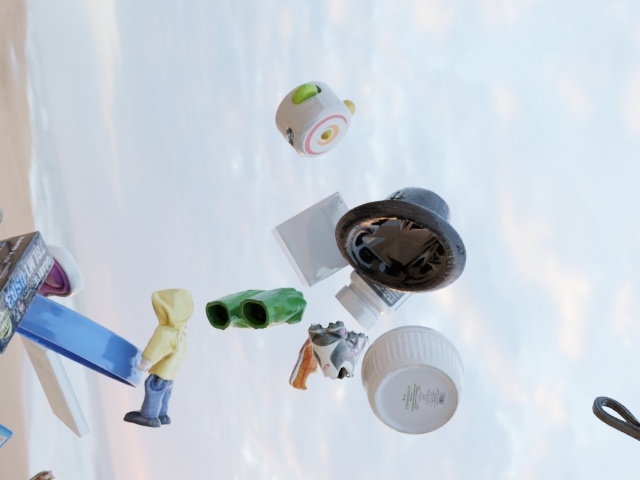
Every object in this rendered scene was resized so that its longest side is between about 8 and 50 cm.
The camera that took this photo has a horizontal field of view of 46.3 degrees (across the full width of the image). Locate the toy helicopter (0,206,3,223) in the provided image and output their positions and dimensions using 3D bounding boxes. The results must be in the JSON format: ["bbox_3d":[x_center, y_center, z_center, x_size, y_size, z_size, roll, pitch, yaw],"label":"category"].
[{"bbox_3d":[-0.882,0.072,1.856,0.235,0.140,0.355,18,-99,47],"label":"toy helicopter"}]

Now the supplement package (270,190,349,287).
[{"bbox_3d":[0.000,0.000,2.089,0.194,0.203,0.149,60,-9,-2],"label":"supplement package"}]

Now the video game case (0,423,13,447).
[{"bbox_3d":[-0.726,0.416,1.518,0.119,0.166,0.015,42,9,-20],"label":"video game case"}]

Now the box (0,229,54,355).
[{"bbox_3d":[-0.593,0.107,1.145,0.295,0.293,0.073,-100,174,-63],"label":"box"}]

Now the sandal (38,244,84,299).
[{"bbox_3d":[-0.715,0.091,1.813,0.416,0.102,0.169,-16,-78,47],"label":"sandal"}]

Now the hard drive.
[{"bbox_3d":[-0.769,0.405,2.159,0.203,0.040,0.307,19,-50,45],"label":"hard drive"}]

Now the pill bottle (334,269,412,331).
[{"bbox_3d":[0.182,0.100,2.018,0.161,0.283,0.161,46,-1,1],"label":"pill bottle"}]

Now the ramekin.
[{"bbox_3d":[0.183,0.281,1.465,0.109,0.207,0.207,-86,174,-68],"label":"ramekin"}]

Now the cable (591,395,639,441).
[{"bbox_3d":[0.694,0.428,1.554,0.287,0.139,0.072,18,-49,34],"label":"cable"}]

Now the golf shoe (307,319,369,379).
[{"bbox_3d":[0.041,0.258,1.676,0.273,0.105,0.120,34,47,-65],"label":"golf shoe"}]

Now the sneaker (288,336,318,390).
[{"bbox_3d":[-0.031,0.333,2.088,0.064,0.067,0.175,143,-31,-79],"label":"sneaker"}]

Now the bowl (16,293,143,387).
[{"bbox_3d":[-0.553,0.200,1.613,0.077,0.391,0.391,-65,-171,-18],"label":"bowl"}]

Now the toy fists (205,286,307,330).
[{"bbox_3d":[-0.147,0.167,1.799,0.279,0.142,0.096,-9,-83,48],"label":"toy fists"}]

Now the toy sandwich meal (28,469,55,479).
[{"bbox_3d":[-0.570,0.494,1.500,0.029,0.085,0.085,45,-26,9],"label":"toy sandwich meal"}]

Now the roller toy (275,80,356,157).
[{"bbox_3d":[-0.014,-0.334,2.100,0.146,0.209,0.191,52,-59,26],"label":"roller toy"}]

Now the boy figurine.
[{"bbox_3d":[-0.328,0.236,1.534,0.177,0.092,0.285,24,75,-78],"label":"boy figurine"}]

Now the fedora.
[{"bbox_3d":[0.203,-0.020,1.772,0.152,0.334,0.334,-60,172,-35],"label":"fedora"}]
